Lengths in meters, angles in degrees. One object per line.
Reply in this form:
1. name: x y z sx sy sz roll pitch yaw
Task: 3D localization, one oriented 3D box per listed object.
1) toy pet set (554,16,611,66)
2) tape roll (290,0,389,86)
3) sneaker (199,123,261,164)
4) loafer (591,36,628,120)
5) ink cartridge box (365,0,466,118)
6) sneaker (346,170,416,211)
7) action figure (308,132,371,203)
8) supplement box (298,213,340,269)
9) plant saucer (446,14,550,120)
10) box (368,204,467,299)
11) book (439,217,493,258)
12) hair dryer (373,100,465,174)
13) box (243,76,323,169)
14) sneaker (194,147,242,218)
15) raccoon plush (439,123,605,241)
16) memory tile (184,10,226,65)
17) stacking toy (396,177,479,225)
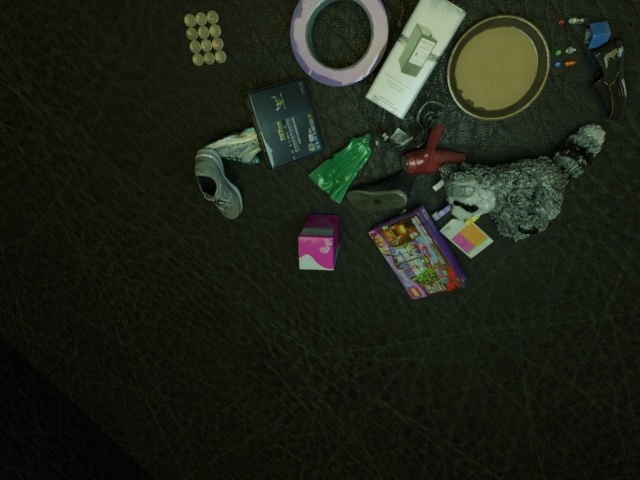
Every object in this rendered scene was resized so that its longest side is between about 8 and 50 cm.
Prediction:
1. toy pet set: 0.698 -0.533 1.196 0.114 0.065 0.122 -4 112 11
2. tape roll: 0.056 -0.584 1.270 0.274 0.090 0.275 3 112 8
3. sneaker: -0.258 -0.289 1.433 0.282 0.110 0.122 -15 112 15
4. loafer: 0.780 -0.430 1.217 0.078 0.080 0.220 -9 118 24
5. ink cartridge box: 0.250 -0.494 1.209 0.121 0.211 0.289 30 112 -2
6. sneaker: 0.196 -0.160 1.434 0.221 0.118 0.083 5 136 38
7. action figure: 0.084 -0.246 1.416 0.137 0.063 0.232 40 116 -6
8. supplement box: 0.000 0.000 1.444 0.113 0.220 0.112 2 113 9
9. plant saucer: 0.496 -0.482 1.265 0.277 0.041 0.278 3 112 8
10. box: 0.317 0.047 1.461 0.200 0.057 0.293 -23 108 43
11. book: 0.474 -0.019 1.462 0.144 0.035 0.096 40 116 -8
12. hair dryer: 0.321 -0.268 1.299 0.293 0.080 0.223 16 149 -40
13. box: -0.108 -0.353 1.357 0.183 0.059 0.233 -23 109 -20
14. sneaker: -0.345 -0.158 1.457 0.105 0.115 0.281 -3 140 18
15. raccoon plush: 0.549 -0.220 1.292 0.299 0.216 0.447 38 84 -12
16. memory tile: -0.351 -0.614 1.366 0.113 0.012 0.148 -4 112 11
17. stacking toy: 0.365 -0.072 1.428 0.167 0.052 0.221 47 117 -3
